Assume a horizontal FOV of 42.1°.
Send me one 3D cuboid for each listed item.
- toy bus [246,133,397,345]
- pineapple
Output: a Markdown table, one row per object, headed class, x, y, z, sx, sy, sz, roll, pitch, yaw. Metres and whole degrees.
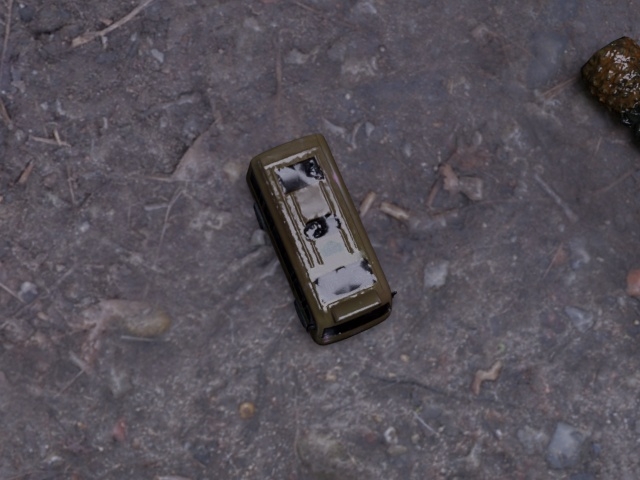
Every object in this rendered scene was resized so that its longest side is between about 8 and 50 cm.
| class | x | y | z | sx | sy | sz | roll | pitch | yaw |
| --- | --- | --- | --- | --- | --- | --- | --- | --- | --- |
| toy bus | 0.000 | 0.000 | 1.208 | 0.140 | 0.157 | 0.289 | -20 | 81 | -8 |
| pineapple | 0.501 | -0.225 | 1.328 | 0.108 | 0.108 | 0.197 | -30 | 88 | -10 |
